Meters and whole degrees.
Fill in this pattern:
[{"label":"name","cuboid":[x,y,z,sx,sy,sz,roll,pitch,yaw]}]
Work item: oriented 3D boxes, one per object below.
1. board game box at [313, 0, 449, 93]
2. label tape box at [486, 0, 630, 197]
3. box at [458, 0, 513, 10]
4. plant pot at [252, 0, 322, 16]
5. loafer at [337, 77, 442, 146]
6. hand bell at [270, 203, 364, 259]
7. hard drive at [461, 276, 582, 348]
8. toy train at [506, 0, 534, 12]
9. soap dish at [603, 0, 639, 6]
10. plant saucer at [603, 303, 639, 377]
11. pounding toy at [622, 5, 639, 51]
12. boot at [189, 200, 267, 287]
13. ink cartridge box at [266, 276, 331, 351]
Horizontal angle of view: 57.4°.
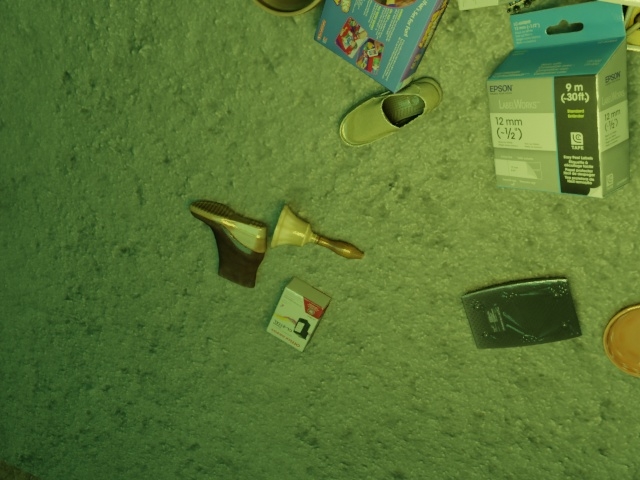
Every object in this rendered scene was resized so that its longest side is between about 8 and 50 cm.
[{"label":"board game box","cuboid":[0.142,-0.513,1.197,0.233,0.078,0.347,38,138,12]},{"label":"label tape box","cuboid":[0.461,-0.272,1.157,0.249,0.115,0.348,17,127,54]},{"label":"box","cuboid":[0.332,-0.519,1.160,0.087,0.101,0.102,9,118,41]},{"label":"plant pot","cuboid":[-0.061,-0.622,1.283,0.237,0.110,0.238,9,117,19]},{"label":"loafer","cuboid":[0.147,-0.294,1.354,0.268,0.092,0.102,-24,102,29]},{"label":"hand bell","cuboid":[0.000,0.000,1.557,0.241,0.126,0.126,19,119,0]},{"label":"hard drive","cuboid":[0.494,0.176,1.444,0.254,0.054,0.172,-13,107,27]},{"label":"toy train","cuboid":[0.448,-0.505,1.173,0.158,0.027,0.036,-22,99,29]},{"label":"soap dish","cuboid":[0.570,-0.503,1.004,0.290,0.229,0.118,18,143,14]},{"label":"plant saucer","cuboid":[0.769,0.231,1.365,0.199,0.037,0.200,8,115,19]},{"label":"pounding toy","cuboid":[0.613,-0.406,1.106,0.141,0.100,0.130,16,117,16]},{"label":"boot","cuboid":[-0.277,0.014,1.668,0.248,0.090,0.207,22,117,8]},{"label":"ink cartridge box","cuboid":[-0.063,0.214,1.680,0.127,0.072,0.175,29,120,8]}]
